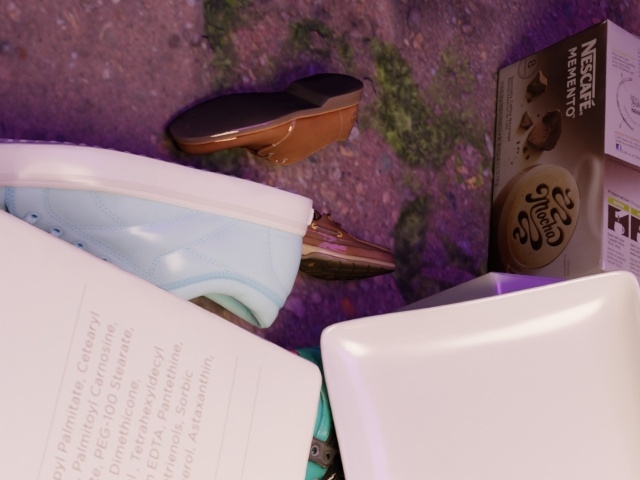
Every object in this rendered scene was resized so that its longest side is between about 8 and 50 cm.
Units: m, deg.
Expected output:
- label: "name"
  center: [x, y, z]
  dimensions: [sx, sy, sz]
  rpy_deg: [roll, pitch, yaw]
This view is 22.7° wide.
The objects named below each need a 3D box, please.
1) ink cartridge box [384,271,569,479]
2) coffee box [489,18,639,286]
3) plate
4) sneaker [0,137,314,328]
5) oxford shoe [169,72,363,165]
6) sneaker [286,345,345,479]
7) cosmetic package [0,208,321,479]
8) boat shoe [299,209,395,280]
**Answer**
- label: "ink cartridge box"
  center: [0.148, 0.194, 1.478]
  dimensions: [0.122, 0.211, 0.289]
  rpy_deg: [8, 68, -37]
- label: "coffee box"
  center: [0.283, -0.065, 1.718]
  dimensions: [0.119, 0.168, 0.297]
  rpy_deg: [23, 61, -33]
- label: "plate"
  center: [0.157, 0.183, 1.339]
  dimensions: [0.045, 0.277, 0.278]
  rpy_deg: [70, 10, -72]
- label: "sneaker"
  center: [-0.172, 0.003, 1.328]
  dimensions: [0.366, 0.135, 0.150]
  rpy_deg: [10, 87, -27]
- label: "oxford shoe"
  center: [-0.048, -0.102, 1.516]
  dimensions: [0.212, 0.076, 0.076]
  rpy_deg: [-14, 124, -33]
- label: "sneaker"
  center: [-0.006, 0.222, 1.390]
  dimensions: [0.178, 0.124, 0.295]
  rpy_deg: [16, 58, -41]
- label: "cosmetic package"
  center: [-0.266, 0.186, 1.039]
  dimensions: [0.394, 0.329, 0.327]
  rpy_deg: [29, 58, -31]
- label: "boat shoe"
  center: [-0.001, 0.000, 1.518]
  dimensions: [0.178, 0.064, 0.060]
  rpy_deg: [11, 69, -35]
